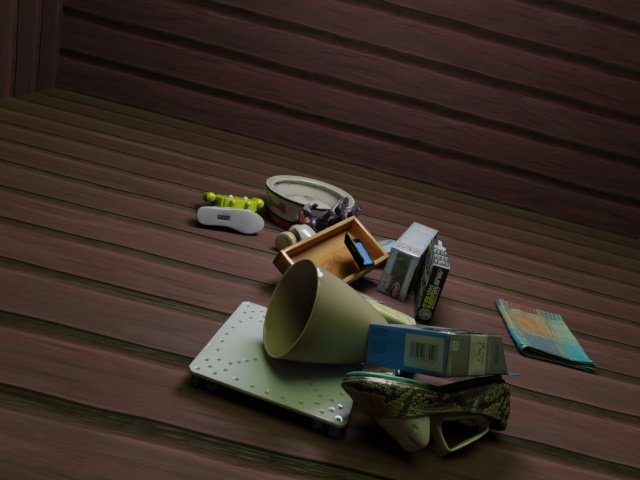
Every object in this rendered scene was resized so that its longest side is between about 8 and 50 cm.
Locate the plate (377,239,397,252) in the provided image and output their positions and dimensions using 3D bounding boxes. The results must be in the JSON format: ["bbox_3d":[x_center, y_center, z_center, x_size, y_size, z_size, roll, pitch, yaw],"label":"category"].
[{"bbox_3d":[0.240,0.028,2.295,0.188,0.024,0.188,-18,9,3],"label":"plate"}]

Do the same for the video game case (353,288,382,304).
[{"bbox_3d":[0.150,0.192,1.942,0.122,0.011,0.087,24,1,22],"label":"video game case"}]

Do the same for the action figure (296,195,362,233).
[{"bbox_3d":[0.024,-0.080,2.250,0.185,0.285,0.099,42,46,-26],"label":"action figure"}]

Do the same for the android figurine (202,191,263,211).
[{"bbox_3d":[-0.363,-0.162,2.359,0.248,0.056,0.273,6,5,-21],"label":"android figurine"}]

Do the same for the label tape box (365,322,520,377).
[{"bbox_3d":[0.313,0.271,1.407,0.333,0.106,0.240,10,-8,-42],"label":"label tape box"}]

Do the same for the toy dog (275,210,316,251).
[{"bbox_3d":[0.000,0.000,2.150,0.333,0.161,0.220,16,22,3],"label":"toy dog"}]

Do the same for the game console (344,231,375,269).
[{"bbox_3d":[0.139,0.031,1.947,0.071,0.107,0.122,-24,66,-15],"label":"game console"}]

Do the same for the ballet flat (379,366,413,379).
[{"bbox_3d":[0.203,0.356,1.515,0.096,0.095,0.280,8,19,15],"label":"ballet flat"}]

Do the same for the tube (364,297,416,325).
[{"bbox_3d":[0.202,0.240,1.848,0.240,0.062,0.070,18,55,-3],"label":"tube"}]

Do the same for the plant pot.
[{"bbox_3d":[0.034,0.213,1.447,0.273,0.257,0.256,24,16,-25],"label":"plant pot"}]

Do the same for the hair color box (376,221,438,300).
[{"bbox_3d":[0.342,0.071,2.170,0.113,0.186,0.374,22,23,16],"label":"hair color box"}]

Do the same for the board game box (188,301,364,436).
[{"bbox_3d":[-0.090,0.316,1.467,0.389,0.050,0.390,18,22,7],"label":"board game box"}]

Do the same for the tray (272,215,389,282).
[{"bbox_3d":[0.045,0.065,1.956,0.410,0.076,0.203,-27,71,-45],"label":"tray"}]

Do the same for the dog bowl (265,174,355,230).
[{"bbox_3d":[-0.058,-0.151,2.502,0.407,0.151,0.408,12,22,-5],"label":"dog bowl"}]

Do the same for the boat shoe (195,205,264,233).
[{"bbox_3d":[-0.359,-0.086,2.229,0.267,0.096,0.088,4,11,-15],"label":"boat shoe"}]

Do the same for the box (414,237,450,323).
[{"bbox_3d":[0.393,0.137,2.000,0.060,0.216,0.270,17,21,4],"label":"box"}]

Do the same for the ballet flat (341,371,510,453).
[{"bbox_3d":[0.270,0.405,1.323,0.482,0.182,0.164,9,-22,-29],"label":"ballet flat"}]

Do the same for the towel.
[{"bbox_3d":[0.801,0.330,2.041,0.271,0.040,0.370,15,21,-2],"label":"towel"}]
